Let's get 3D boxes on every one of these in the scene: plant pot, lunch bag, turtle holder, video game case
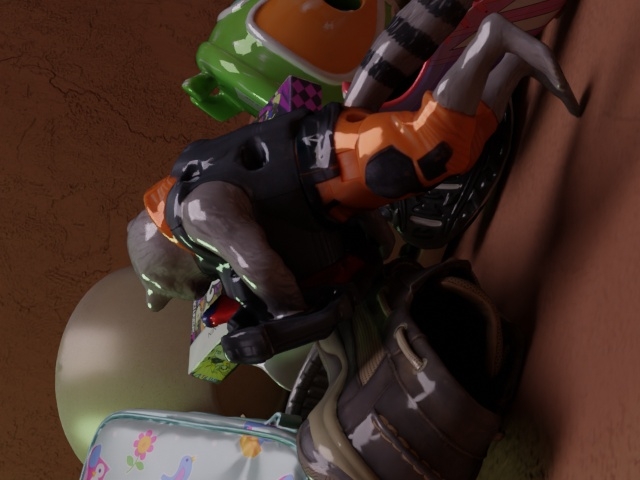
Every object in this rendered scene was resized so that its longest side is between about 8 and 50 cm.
[{"bbox_3d":[-0.148,0.168,1.982,0.191,0.284,0.284,-2,64,42],"label":"plant pot"},{"bbox_3d":[-0.084,0.247,1.343,0.279,0.108,0.224,3,76,40],"label":"lunch bag"},{"bbox_3d":[-0.001,-0.199,1.967,0.227,0.243,0.320,-56,-32,-2],"label":"turtle holder"},{"bbox_3d":[-0.063,-0.009,1.583,0.210,0.042,0.232,-46,34,46],"label":"video game case"}]

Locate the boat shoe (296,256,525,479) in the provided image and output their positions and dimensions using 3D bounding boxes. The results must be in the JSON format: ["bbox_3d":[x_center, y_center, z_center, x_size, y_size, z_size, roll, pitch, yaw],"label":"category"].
[{"bbox_3d":[0.079,0.086,1.109,0.130,0.132,0.355,-41,13,16],"label":"boat shoe"}]

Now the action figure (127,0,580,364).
[{"bbox_3d":[0.012,-0.056,1.142,0.330,0.178,0.341,-28,8,10],"label":"action figure"}]

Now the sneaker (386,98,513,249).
[{"bbox_3d":[0.119,-0.113,1.369,0.108,0.100,0.271,73,-152,-65],"label":"sneaker"}]

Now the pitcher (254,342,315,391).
[{"bbox_3d":[0.009,0.059,1.614,0.178,0.125,0.207,33,109,51],"label":"pitcher"}]

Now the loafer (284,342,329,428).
[{"bbox_3d":[-0.003,0.179,1.431,0.087,0.094,0.251,-143,72,-77],"label":"loafer"}]

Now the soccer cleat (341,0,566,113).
[{"bbox_3d":[0.114,-0.175,1.266,0.248,0.095,0.083,-50,53,0],"label":"soccer cleat"}]

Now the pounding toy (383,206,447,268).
[{"bbox_3d":[0.051,-0.019,1.489,0.206,0.094,0.181,-97,21,-53],"label":"pounding toy"}]
